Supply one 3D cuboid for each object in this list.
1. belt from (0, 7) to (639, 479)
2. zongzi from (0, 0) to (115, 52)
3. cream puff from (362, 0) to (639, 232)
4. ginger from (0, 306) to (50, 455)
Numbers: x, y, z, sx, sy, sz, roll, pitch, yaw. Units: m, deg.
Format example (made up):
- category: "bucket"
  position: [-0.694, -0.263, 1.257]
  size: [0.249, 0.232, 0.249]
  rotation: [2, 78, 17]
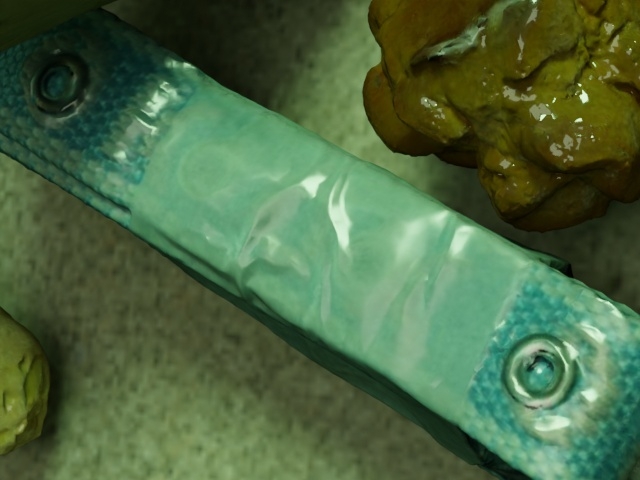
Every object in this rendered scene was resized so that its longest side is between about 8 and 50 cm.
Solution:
- category: "belt"
  position: [0.000, 0.000, 0.568]
  size: [0.302, 0.087, 0.072]
  rotation: [31, 85, 26]
- category: "zongzi"
  position: [-0.123, -0.173, 0.589]
  size: [0.256, 0.228, 0.115]
  rotation: [39, 140, 28]
- category: "cream puff"
  position: [0.074, -0.060, 0.535]
  size: [0.116, 0.094, 0.122]
  rotation: [-51, 27, 8]
- category: "ginger"
  position: [-0.190, -0.044, 0.678]
  size: [0.118, 0.065, 0.299]
  rotation: [-18, 76, 10]
